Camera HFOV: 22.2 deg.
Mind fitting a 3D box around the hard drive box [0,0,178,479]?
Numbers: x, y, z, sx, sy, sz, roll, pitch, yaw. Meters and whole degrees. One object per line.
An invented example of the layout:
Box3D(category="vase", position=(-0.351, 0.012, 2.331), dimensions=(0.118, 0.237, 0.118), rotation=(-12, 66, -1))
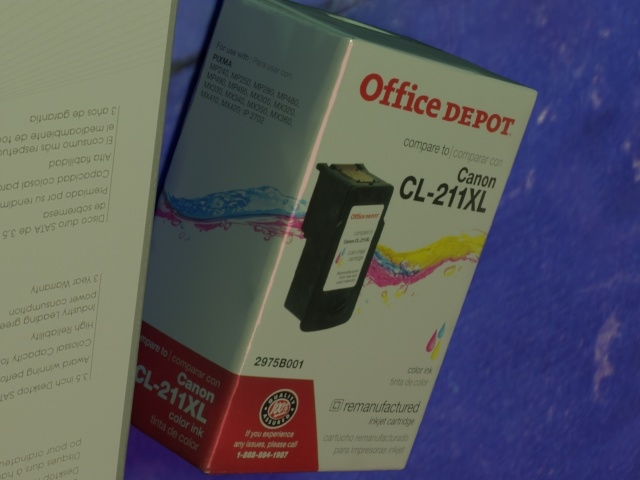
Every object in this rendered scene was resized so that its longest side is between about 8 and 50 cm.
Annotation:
Box3D(category="hard drive box", position=(-0.145, -0.005, 0.488), dimensions=(0.181, 0.089, 0.232), rotation=(-10, 117, -44))

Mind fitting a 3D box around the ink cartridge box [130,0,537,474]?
Box3D(category="ink cartridge box", position=(0.000, 0.000, 0.660), dimensions=(0.127, 0.072, 0.175), rotation=(8, 105, -48))
